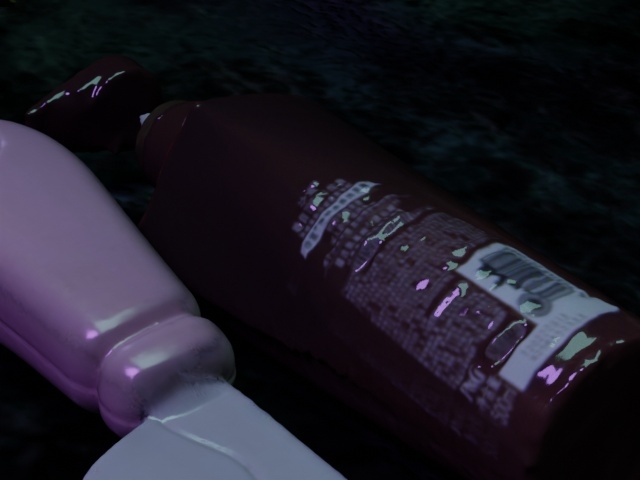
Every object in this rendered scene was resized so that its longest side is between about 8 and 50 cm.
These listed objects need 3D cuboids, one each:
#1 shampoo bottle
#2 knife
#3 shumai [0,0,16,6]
[{"bbox_3d":[-0.002,0.002,0.492,0.068,0.067,0.236,-7,30,-41],"label":"shampoo bottle"},{"bbox_3d":[-0.029,0.056,0.417,0.081,0.043,0.336,-22,41,-31],"label":"knife"},{"bbox_3d":[-0.190,-0.128,0.639,0.139,0.123,0.105,-7,18,4],"label":"shumai"}]
